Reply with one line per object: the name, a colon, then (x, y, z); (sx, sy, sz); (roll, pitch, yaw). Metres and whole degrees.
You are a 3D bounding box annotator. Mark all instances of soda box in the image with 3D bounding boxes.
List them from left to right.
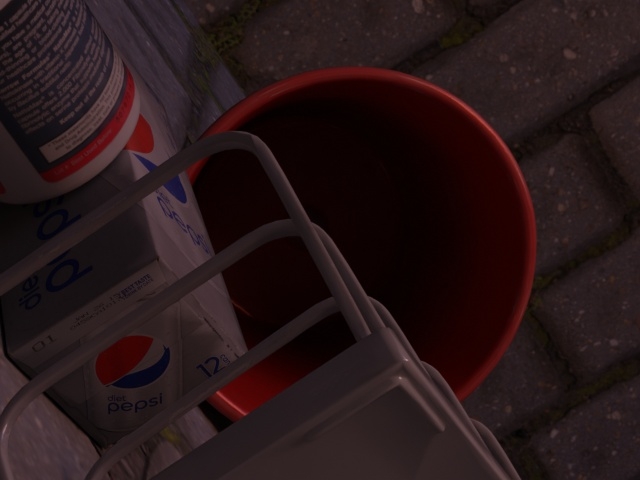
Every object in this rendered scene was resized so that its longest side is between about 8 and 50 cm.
soda box: (-0.130, -0.019, 0.859); (0.091, 0.098, 0.286); (53, 9, -37)

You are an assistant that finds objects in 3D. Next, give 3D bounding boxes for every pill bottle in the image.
pill bottle: (-0.179, -0.114, 0.765); (0.180, 0.108, 0.108); (60, 3, -43)

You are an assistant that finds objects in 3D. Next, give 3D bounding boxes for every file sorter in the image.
file sorter: (-0.020, 0.116, 0.641); (0.278, 0.193, 0.173); (51, 6, -45)

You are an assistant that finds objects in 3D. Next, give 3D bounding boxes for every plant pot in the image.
plant pot: (0.000, 0.000, 1.123); (0.275, 0.275, 0.243); (56, -4, -11)
